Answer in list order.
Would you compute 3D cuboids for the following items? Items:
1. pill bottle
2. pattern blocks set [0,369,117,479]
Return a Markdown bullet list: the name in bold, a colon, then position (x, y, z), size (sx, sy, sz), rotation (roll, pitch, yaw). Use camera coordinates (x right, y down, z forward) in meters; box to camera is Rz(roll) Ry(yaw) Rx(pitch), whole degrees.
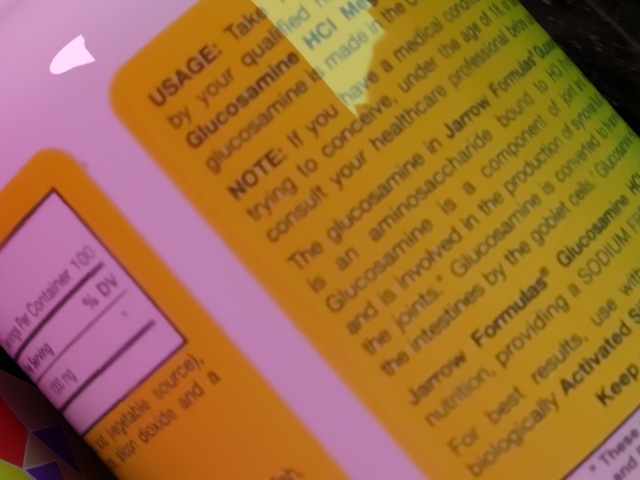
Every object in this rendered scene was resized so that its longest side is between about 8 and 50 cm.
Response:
- **pill bottle**: position (0.000, 0.000, 0.520), size (0.334, 0.188, 0.188), rotation (49, 34, 0)
- **pattern blocks set**: position (-0.083, 0.095, 0.441), size (0.285, 0.026, 0.325), rotation (39, 15, -40)
